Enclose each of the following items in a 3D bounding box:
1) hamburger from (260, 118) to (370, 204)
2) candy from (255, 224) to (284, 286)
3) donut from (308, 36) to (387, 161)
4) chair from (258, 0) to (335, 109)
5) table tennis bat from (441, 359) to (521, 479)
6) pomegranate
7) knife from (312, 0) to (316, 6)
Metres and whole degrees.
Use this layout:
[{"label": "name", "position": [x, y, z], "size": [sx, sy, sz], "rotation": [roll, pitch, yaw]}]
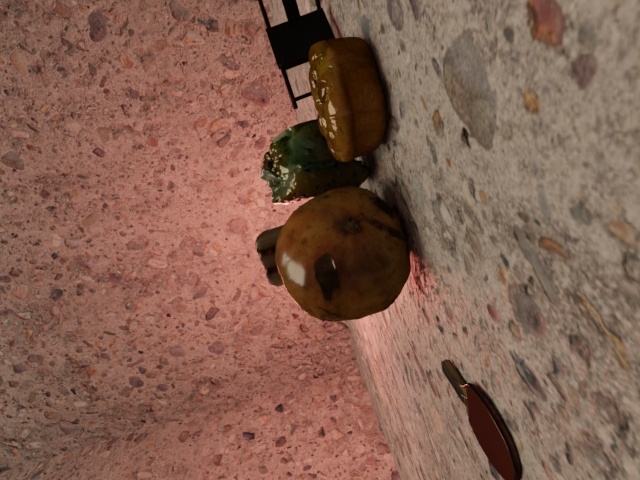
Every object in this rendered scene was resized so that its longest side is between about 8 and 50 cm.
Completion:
[{"label": "hamburger", "position": [-0.001, -0.187, 0.965], "size": [0.192, 0.288, 0.167], "rotation": [-9, 96, 67]}, {"label": "candy", "position": [0.000, 0.000, 1.082], "size": [0.179, 0.321, 0.135], "rotation": [-140, 32, -79]}, {"label": "donut", "position": [0.047, -0.264, 0.792], "size": [0.226, 0.114, 0.226], "rotation": [164, 90, -87]}, {"label": "chair", "position": [-0.041, -0.455, 0.950], "size": [0.260, 0.154, 0.141], "rotation": [64, -173, -64]}, {"label": "table tennis bat", "position": [0.255, 0.281, 0.680], "size": [0.220, 0.019, 0.130], "rotation": [-114, 9, -60]}, {"label": "pomegranate", "position": [0.045, 0.026, 0.862], "size": [0.281, 0.281, 0.281], "rotation": [165, 90, -87]}, {"label": "knife", "position": [-0.001, -0.590, 0.932], "size": [0.298, 0.017, 0.047], "rotation": [-124, 24, -82]}]
